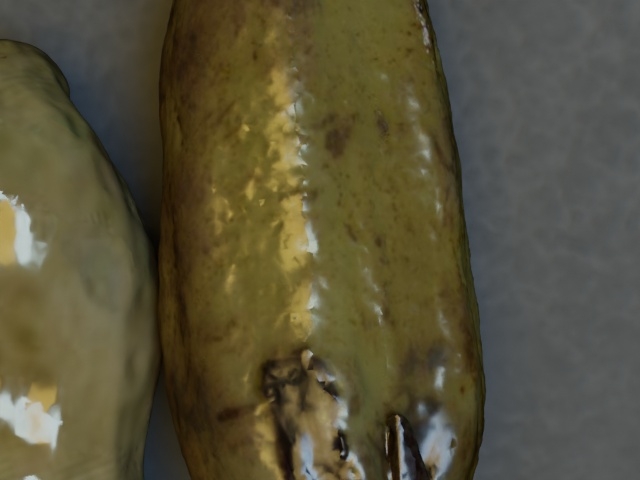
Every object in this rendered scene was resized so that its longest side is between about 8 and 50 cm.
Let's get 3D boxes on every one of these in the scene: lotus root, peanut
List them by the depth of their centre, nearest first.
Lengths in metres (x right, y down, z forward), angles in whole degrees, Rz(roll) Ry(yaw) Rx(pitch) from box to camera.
[{"bbox_3d":[0.000,0.000,0.527,0.110,0.097,0.258,-1,85,-25],"label":"lotus root"},{"bbox_3d":[-0.106,0.062,0.536,0.101,0.117,0.263,5,95,23],"label":"peanut"}]
